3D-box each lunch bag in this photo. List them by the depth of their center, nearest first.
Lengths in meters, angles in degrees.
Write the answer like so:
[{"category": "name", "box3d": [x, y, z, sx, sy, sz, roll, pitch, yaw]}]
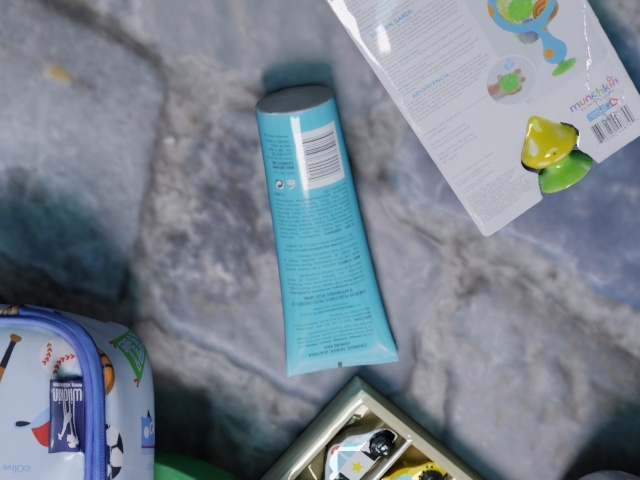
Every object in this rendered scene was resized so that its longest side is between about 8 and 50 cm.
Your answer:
[{"category": "lunch bag", "box3d": [-0.249, 0.163, 0.849, 0.303, 0.115, 0.243, 0, 85, 16]}]

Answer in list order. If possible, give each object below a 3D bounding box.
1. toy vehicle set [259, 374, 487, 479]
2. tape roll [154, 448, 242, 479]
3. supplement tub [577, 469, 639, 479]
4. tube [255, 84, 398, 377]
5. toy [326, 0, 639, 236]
[{"category": "toy vehicle set", "box3d": [0.002, 0.249, 0.971, 0.166, 0.035, 0.267, 39, 98, -14]}, {"category": "tape roll", "box3d": [-0.141, 0.305, 0.905, 0.321, 0.077, 0.321, -1, 84, 13]}, {"category": "supplement tub", "box3d": [0.309, 0.296, 0.926, 0.316, 0.193, 0.194, 19, 107, -8]}, {"category": "tube", "box3d": [0.000, 0.000, 0.896, 0.080, 0.052, 0.207, -7, 114, 6]}, {"category": "toy", "box3d": [0.100, -0.133, 0.848, 0.137, 0.056, 0.237, -34, 111, 5]}]
